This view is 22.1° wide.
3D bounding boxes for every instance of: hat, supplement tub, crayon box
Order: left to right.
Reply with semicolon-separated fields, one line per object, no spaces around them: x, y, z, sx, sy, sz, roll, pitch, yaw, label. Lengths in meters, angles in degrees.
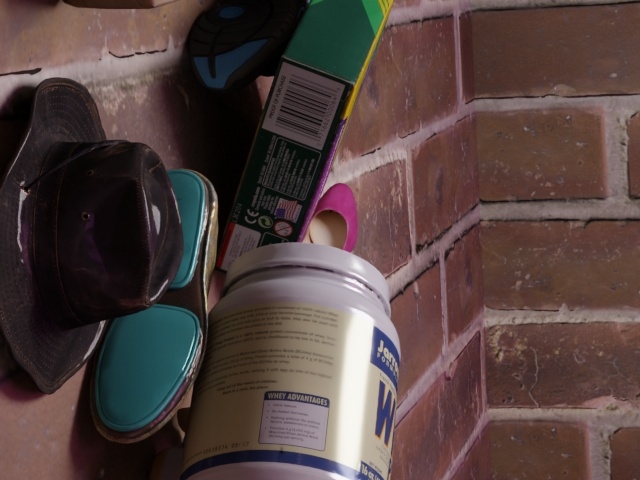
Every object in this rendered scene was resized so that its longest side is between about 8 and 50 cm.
-0.215;-0.002;1.674;0.331;0.133;0.331;2;90;-77;hat
-0.031;0.190;1.857;0.235;0.235;0.325;66;25;-53;supplement tub
-0.015;-0.166;2.164;0.313;0.106;0.363;-70;180;-50;crayon box

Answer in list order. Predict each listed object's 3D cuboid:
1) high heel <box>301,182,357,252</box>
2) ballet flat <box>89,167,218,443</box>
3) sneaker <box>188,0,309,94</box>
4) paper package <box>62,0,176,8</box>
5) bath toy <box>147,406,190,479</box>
0.000;0.000;2.496;0.117;0.082;0.244;78;31;-62;high heel
-0.179;0.085;1.864;0.123;0.123;0.349;63;31;-56;ballet flat
-0.077;-0.265;2.179;0.341;0.125;0.140;-61;153;-54;sneaker
-0.133;-0.425;1.714;0.325;0.168;0.310;-28;121;-38;paper package
-0.149;0.363;1.916;0.151;0.129;0.348;33;50;-29;bath toy
